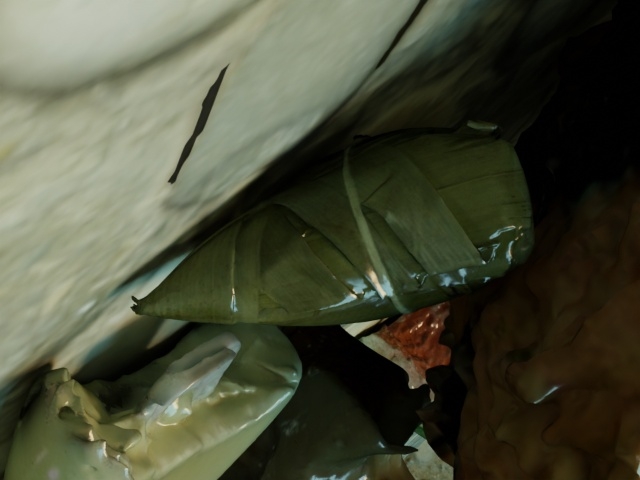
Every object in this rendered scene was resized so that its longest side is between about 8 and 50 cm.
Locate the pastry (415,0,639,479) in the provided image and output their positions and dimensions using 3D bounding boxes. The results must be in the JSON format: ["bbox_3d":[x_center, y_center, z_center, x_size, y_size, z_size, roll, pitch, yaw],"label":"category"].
[{"bbox_3d":[0.204,0.017,0.509,0.405,0.292,0.337,-43,-173,47],"label":"pastry"}]

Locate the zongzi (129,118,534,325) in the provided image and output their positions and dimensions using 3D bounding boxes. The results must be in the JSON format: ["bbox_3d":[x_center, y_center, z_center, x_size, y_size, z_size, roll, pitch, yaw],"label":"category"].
[{"bbox_3d":[0.000,0.000,0.467,0.130,0.062,0.154,-19,-177,-3],"label":"zongzi"}]

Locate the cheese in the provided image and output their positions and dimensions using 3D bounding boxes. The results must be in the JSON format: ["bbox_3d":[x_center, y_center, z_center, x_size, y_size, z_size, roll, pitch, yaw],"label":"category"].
[{"bbox_3d":[-0.085,0.101,0.506,0.127,0.050,0.235,-31,163,-43],"label":"cheese"}]

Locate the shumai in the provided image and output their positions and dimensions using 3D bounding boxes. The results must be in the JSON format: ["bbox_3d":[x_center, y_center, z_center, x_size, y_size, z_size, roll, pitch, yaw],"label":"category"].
[{"bbox_3d":[0.002,0.131,0.617,0.176,0.205,0.166,-65,166,9],"label":"shumai"}]

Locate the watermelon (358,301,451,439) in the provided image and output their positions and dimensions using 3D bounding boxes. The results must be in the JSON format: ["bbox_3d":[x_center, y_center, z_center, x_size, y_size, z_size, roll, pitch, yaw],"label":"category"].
[{"bbox_3d":[0.095,0.077,0.890,0.158,0.098,0.121,-40,169,-24],"label":"watermelon"}]
